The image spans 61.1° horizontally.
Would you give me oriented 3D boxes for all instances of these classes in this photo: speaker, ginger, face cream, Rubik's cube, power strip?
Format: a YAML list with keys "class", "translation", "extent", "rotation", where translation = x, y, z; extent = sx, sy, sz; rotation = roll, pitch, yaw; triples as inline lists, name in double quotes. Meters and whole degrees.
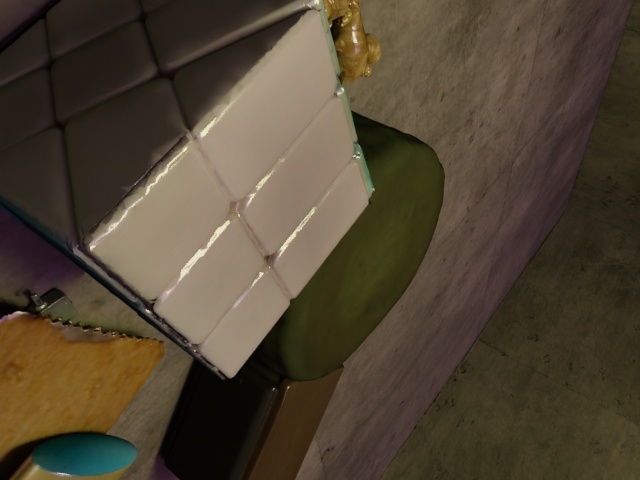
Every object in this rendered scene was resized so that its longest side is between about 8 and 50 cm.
- class: "speaker"
  translation: [-0.100, 0.264, 0.824]
  extent: [0.193, 0.153, 0.230]
  rotation: [7, 108, -61]
- class: "ginger"
  translation: [0.024, -0.274, 0.678]
  extent: [0.193, 0.053, 0.176]
  rotation: [-36, 147, -37]
- class: "face cream"
  translation: [-0.329, 0.330, 0.574]
  extent: [0.285, 0.067, 0.139]
  rotation: [-51, 151, -9]
- class: "Rubik's cube"
  translation: [-0.118, -0.060, 0.446]
  extent: [0.221, 0.231, 0.224]
  rotation: [-52, 148, -18]
- class: "power strip"
  translation: [-0.265, 0.097, 0.556]
  extent: [0.051, 0.019, 0.136]
  rotation: [-41, 145, -29]

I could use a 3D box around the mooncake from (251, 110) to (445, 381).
- class: "mooncake"
  translation: [0.000, 0.000, 0.729]
  extent: [0.356, 0.194, 0.356]
  rotation: [-39, 146, -32]

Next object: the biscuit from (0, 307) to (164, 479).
- class: "biscuit"
  translation: [-0.295, 0.184, 0.560]
  extent: [0.236, 0.013, 0.232]
  rotation: [-54, 150, -1]
